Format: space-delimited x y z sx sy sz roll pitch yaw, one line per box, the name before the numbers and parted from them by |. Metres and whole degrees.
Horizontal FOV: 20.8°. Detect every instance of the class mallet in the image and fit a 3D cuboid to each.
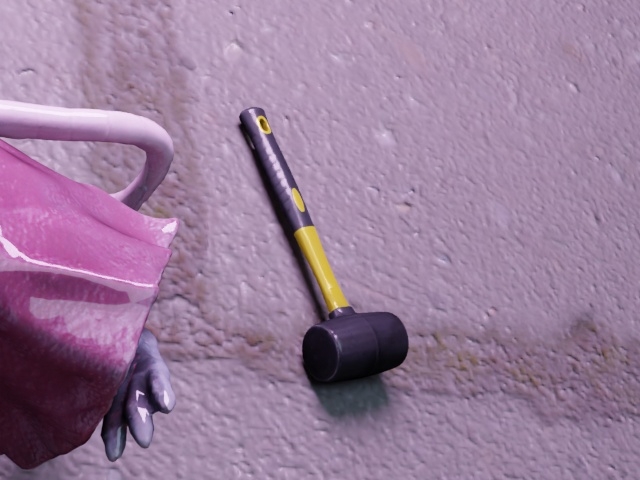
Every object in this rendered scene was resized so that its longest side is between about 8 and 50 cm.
mallet | 0.000 0.000 1.082 0.062 0.039 0.190 1 60 -37

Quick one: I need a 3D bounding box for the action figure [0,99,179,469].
action figure | -0.225 -0.046 0.774 0.370 0.248 0.276 35 46 -21
